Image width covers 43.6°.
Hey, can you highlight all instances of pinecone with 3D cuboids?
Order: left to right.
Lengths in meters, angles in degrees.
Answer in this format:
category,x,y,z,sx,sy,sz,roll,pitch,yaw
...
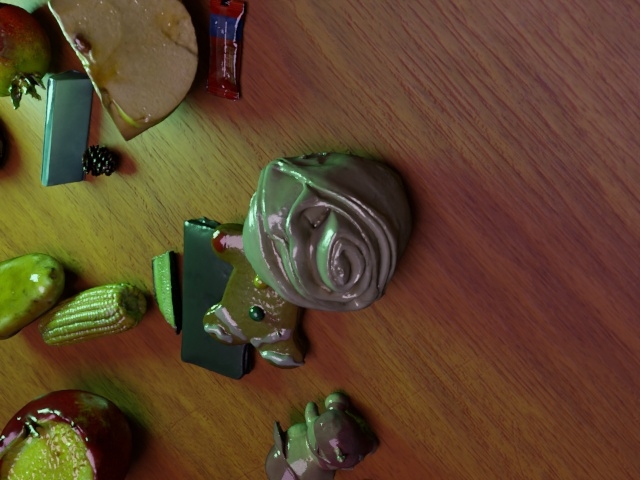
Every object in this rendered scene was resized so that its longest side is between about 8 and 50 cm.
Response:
category,x,y,z,sx,sy,sz,roll,pitch,yaw
pinecone,-0.510,-0.185,1.853,0.083,0.077,0.077,1,111,10

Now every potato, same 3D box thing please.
category,x,y,z,sx,sy,sz,roll,pitch,yaw
potato,-0.788,0.138,2.069,0.369,0.195,0.176,-23,110,35

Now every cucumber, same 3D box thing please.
category,x,y,z,sx,sy,sz,roll,pitch,yaw
cucumber,-0.366,0.118,1.914,0.070,0.046,0.220,10,113,28

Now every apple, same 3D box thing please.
category,x,y,z,sx,sy,sz,roll,pitch,yaw
apple,-0.398,-0.379,1.610,0.314,0.252,0.309,-19,111,35

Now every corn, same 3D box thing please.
category,x,y,z,sx,sy,sz,roll,pitch,yaw
corn,-0.580,0.189,2.008,0.344,0.131,0.131,-17,101,33

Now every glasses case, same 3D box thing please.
category,x,y,z,sx,sy,sz,roll,pitch,yaw
glasses case,-0.597,-0.260,1.862,0.056,0.105,0.266,36,124,34

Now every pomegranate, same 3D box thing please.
category,x,y,z,sx,sy,sz,roll,pitch,yaw
pomegranate,-0.704,-0.414,1.784,0.210,0.210,0.235,-35,82,34

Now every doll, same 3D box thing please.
category,x,y,z,sx,sy,sz,roll,pitch,yaw
doll,-0.014,0.469,1.799,0.255,0.152,0.196,-37,57,20

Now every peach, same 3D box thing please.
category,x,y,z,sx,sy,sz,roll,pitch,yaw
peach,-0.672,0.570,2.100,0.335,0.310,0.406,31,108,1

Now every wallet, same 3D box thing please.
category,x,y,z,sx,sy,sz,roll,pitch,yaw
wallet,-0.236,0.138,1.843,0.197,0.051,0.378,14,113,24

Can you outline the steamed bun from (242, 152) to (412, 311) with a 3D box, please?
category,x,y,z,sx,sy,sz,roll,pitch,yaw
steamed bun,0.002,-0.010,1.516,0.324,0.219,0.310,16,107,6

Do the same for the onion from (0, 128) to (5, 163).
category,x,y,z,sx,sy,sz,roll,pitch,yaw
onion,-0.912,-0.233,1.973,0.207,0.206,0.216,41,124,9

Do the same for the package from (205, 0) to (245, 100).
category,x,y,z,sx,sy,sz,roll,pitch,yaw
package,-0.194,-0.389,1.625,0.083,0.022,0.201,17,116,21

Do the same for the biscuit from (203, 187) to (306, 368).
category,x,y,z,sx,sy,sz,roll,pitch,yaw
biscuit,-0.115,0.065,1.708,0.282,0.064,0.432,21,114,8
